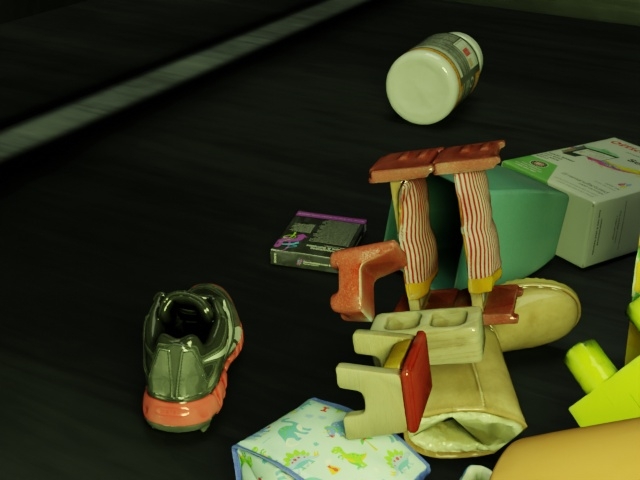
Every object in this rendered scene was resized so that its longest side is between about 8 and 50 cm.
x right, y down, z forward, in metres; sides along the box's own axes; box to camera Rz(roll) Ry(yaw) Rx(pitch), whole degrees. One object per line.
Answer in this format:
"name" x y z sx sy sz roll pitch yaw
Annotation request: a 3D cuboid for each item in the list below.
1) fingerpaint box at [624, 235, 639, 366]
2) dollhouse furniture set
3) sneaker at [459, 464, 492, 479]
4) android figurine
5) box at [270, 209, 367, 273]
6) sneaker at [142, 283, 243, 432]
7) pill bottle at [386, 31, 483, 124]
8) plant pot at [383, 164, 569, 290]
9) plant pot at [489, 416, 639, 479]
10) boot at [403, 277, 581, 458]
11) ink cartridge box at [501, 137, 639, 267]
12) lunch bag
"fingerpaint box" 0.521 0.030 1.004 0.371 0.445 0.163 15 51 25
"dollhouse furniture set" 0.122 0.033 1.061 0.152 0.201 0.374 -6 16 16
"sneaker" 0.125 0.283 0.874 0.080 0.081 0.211 7 27 6
"android figurine" 0.355 0.187 0.961 0.056 0.248 0.273 26 29 -49
"box" 0.000 0.000 1.530 0.116 0.029 0.162 8 24 13
"sneaker" -0.147 0.103 1.171 0.097 0.135 0.276 2 24 3
"pill bottle" 0.260 -0.366 2.183 0.162 0.162 0.278 13 27 20
"plant pot" 0.243 -0.027 1.472 0.234 0.166 0.165 -5 25 -35
"plant pot" 0.243 0.258 0.746 0.203 0.291 0.291 -3 20 29
"boot" 0.211 0.149 1.173 0.236 0.089 0.269 -8 23 6
"ink cartridge box" 0.457 -0.070 1.622 0.278 0.117 0.201 -14 30 -32
"lunch bag" 0.011 0.229 0.962 0.151 0.096 0.128 10 24 37
